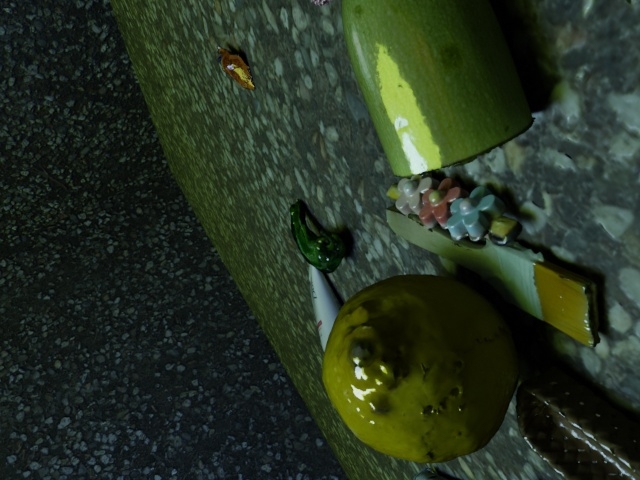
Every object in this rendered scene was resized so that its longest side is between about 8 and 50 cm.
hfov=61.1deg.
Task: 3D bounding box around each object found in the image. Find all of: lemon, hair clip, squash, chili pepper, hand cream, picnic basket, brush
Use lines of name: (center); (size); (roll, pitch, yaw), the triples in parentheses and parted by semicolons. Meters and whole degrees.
lemon: (0.109, 0.135, 0.590); (0.260, 0.204, 0.204); (23, -158, -51)
hair clip: (0.125, -0.040, 0.568); (0.056, 0.062, 0.214); (36, 178, -20)
squash: (0.081, -0.153, 0.420); (0.186, 0.123, 0.123); (69, 164, -9)
chili pepper: (0.000, 0.001, 1.001); (0.122, 0.065, 0.279); (64, 169, -18)
hand cream: (0.018, 0.160, 1.211); (0.133, 0.083, 0.247); (97, 152, -60)
picnic basket: (0.270, 0.203, 0.501); (0.193, 0.055, 0.110); (42, 153, 52)
brush: (0.162, 0.014, 0.597); (0.336, 0.020, 0.085); (36, 151, 59)

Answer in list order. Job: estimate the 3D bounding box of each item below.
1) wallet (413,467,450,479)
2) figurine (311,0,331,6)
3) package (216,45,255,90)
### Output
wallet: (0.289, 0.546, 0.990); (0.223, 0.077, 0.309); (64, 164, 6)
figurine: (-0.012, -0.315, 0.559); (0.072, 0.054, 0.129); (33, 143, 32)
package: (-0.169, -0.335, 1.043); (0.111, 0.033, 0.077); (43, 146, 39)
